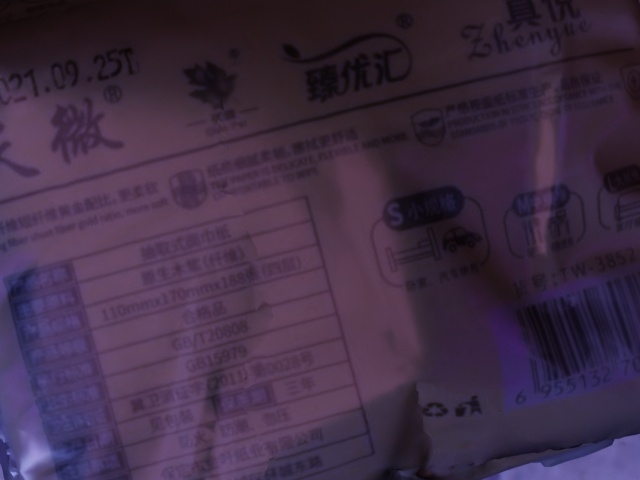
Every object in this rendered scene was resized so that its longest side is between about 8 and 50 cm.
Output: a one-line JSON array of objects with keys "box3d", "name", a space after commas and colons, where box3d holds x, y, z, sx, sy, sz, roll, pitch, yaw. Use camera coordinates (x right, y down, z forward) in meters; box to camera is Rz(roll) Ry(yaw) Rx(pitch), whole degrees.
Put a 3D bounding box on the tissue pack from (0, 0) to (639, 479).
[{"box3d": [0.000, 0.000, 0.591, 0.257, 0.123, 0.215, -16, 91, -13], "name": "tissue pack"}]
